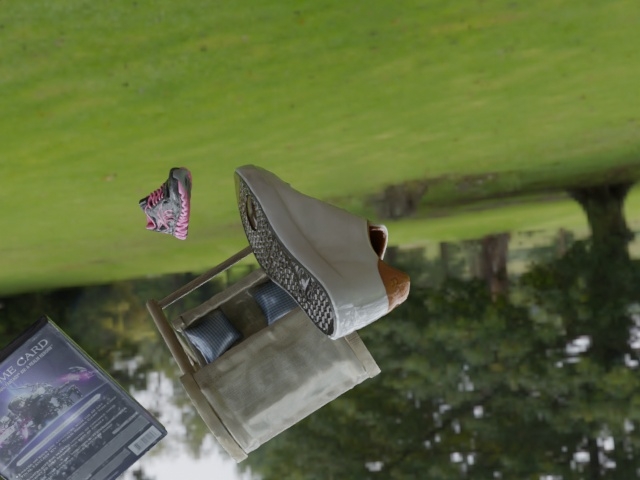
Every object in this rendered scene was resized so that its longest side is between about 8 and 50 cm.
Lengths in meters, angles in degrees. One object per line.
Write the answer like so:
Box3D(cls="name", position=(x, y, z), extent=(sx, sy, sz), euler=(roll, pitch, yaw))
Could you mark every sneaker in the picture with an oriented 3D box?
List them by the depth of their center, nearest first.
Box3D(cls="sneaker", position=(-0.169, -0.040, 1.187), extent=(0.057, 0.047, 0.119), euler=(9, 148, -5))
Box3D(cls="sneaker", position=(0.000, 0.000, 1.245), extent=(0.123, 0.106, 0.290), euler=(-19, -136, -21))

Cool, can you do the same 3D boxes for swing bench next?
Box3D(cls="swing bench", position=(-0.089, 0.149, 1.653), extent=(0.253, 0.255, 0.165), euler=(-33, 132, -2))

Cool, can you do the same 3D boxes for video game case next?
Box3D(cls="video game case", position=(-0.360, 0.248, 1.484), extent=(0.196, 0.274, 0.026), euler=(-41, -144, -5))
